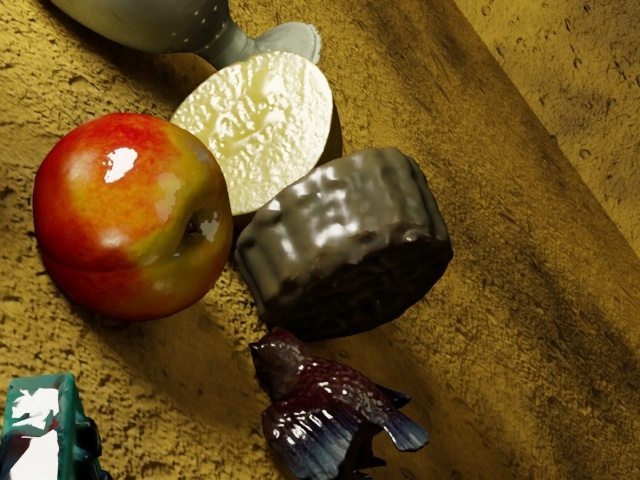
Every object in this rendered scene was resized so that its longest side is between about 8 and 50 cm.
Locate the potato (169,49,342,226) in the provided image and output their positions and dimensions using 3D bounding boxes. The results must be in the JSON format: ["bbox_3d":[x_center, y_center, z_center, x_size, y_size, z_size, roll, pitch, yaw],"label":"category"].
[{"bbox_3d":[-0.057,-0.085,1.435,0.178,0.203,0.158,34,-9,27],"label":"potato"}]

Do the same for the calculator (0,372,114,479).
[{"bbox_3d":[-0.150,0.246,0.804,0.274,0.058,0.248,-97,180,-53],"label":"calculator"}]

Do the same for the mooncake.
[{"bbox_3d":[0.028,0.014,1.377,0.228,0.228,0.124,11,46,-57],"label":"mooncake"}]

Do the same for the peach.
[{"bbox_3d":[-0.177,-0.020,1.194,0.190,0.192,0.190,-6,98,-49],"label":"peach"}]

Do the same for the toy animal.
[{"bbox_3d":[0.015,0.152,1.303,0.179,0.116,0.218,55,31,3],"label":"toy animal"}]

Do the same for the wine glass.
[{"bbox_3d":[-0.171,-0.277,1.470,0.357,0.190,0.190,42,26,-32],"label":"wine glass"}]
